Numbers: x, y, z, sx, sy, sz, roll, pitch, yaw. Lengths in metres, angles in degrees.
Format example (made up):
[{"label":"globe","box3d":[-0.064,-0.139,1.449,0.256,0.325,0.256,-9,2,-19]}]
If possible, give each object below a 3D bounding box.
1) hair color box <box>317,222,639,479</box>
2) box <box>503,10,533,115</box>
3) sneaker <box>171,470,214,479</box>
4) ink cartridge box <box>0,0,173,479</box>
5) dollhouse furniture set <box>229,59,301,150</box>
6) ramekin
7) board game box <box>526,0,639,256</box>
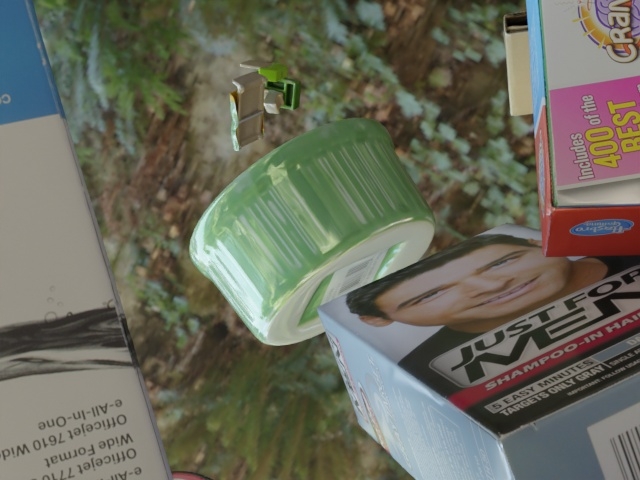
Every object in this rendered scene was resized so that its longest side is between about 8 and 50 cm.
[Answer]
[{"label":"hair color box","box3d":[0.140,0.088,0.723,0.185,0.114,0.374,-23,-169,-11]},{"label":"box","box3d":[0.243,-0.160,0.929,0.164,0.021,0.201,-7,166,10]},{"label":"sneaker","box3d":[-0.196,0.276,0.998,0.313,0.116,0.136,20,-145,16]},{"label":"ink cartridge box","box3d":[-0.174,0.065,0.549,0.129,0.223,0.308,-14,-101,-21]},{"label":"dollhouse furniture set","box3d":[-0.080,-0.158,1.203,0.058,0.076,0.151,14,-155,21]},{"label":"ramekin","box3d":[0.000,0.000,1.365,0.303,0.303,0.148,-11,-121,-50]},{"label":"board game box","box3d":[0.292,-0.112,0.669,0.316,0.064,0.242,-1,-118,8]}]
